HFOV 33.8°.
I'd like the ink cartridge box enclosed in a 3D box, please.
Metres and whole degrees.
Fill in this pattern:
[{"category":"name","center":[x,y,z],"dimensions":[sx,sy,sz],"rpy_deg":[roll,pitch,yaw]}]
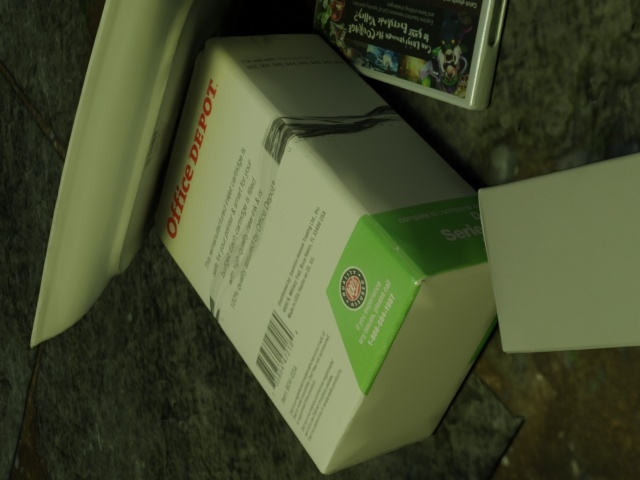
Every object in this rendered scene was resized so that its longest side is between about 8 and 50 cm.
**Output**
[{"category":"ink cartridge box","center":[0.000,0.000,0.788],"dimensions":[0.273,0.114,0.198],"rpy_deg":[51,136,33]}]

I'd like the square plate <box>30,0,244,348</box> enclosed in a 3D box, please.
[{"category":"square plate","center":[-0.124,-0.129,0.857],"dimensions":[0.344,0.049,0.347],"rpy_deg":[-72,3,-59]}]

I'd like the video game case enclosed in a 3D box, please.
[{"category":"video game case","center":[0.066,-0.201,0.769],"dimensions":[0.190,0.022,0.173],"rpy_deg":[28,116,47]}]

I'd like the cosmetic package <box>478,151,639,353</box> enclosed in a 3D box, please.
[{"category":"cosmetic package","center":[0.208,-0.003,0.525],"dimensions":[0.238,0.127,0.107],"rpy_deg":[-8,90,51]}]
